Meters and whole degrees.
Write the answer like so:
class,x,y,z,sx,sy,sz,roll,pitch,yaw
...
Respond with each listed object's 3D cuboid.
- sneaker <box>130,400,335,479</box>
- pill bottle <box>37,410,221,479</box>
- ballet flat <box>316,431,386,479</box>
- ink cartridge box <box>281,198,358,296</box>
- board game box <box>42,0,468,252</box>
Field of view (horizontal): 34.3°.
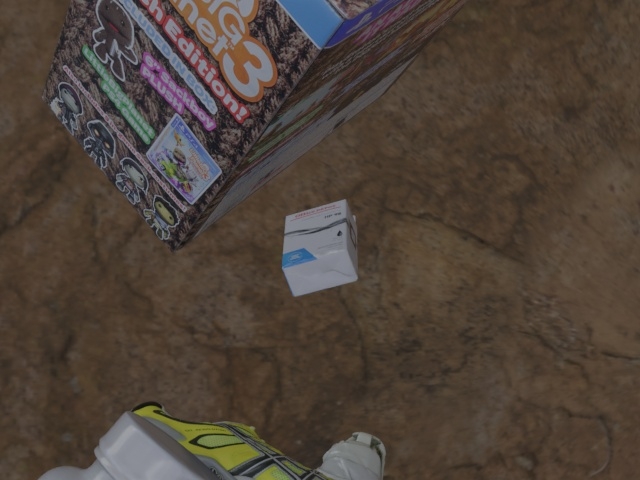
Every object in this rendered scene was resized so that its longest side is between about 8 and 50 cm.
class,x,y,z,sx,sy,sz,roll,pitch,yaw
sneaker,-0.063,0.284,1.194,0.385,0.147,0.145,23,126,-15
pill bottle,-0.226,0.318,0.932,0.176,0.176,0.318,36,82,21
ballet flat,0.049,0.375,1.668,0.139,0.400,0.139,0,86,6
ink cartridge box,0.000,0.000,1.599,0.104,0.180,0.060,-16,122,11
board game box,-0.013,-0.156,0.617,0.141,0.291,0.232,49,58,2
